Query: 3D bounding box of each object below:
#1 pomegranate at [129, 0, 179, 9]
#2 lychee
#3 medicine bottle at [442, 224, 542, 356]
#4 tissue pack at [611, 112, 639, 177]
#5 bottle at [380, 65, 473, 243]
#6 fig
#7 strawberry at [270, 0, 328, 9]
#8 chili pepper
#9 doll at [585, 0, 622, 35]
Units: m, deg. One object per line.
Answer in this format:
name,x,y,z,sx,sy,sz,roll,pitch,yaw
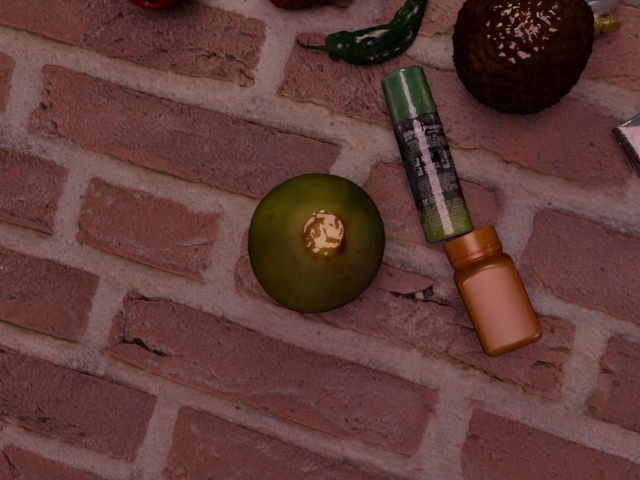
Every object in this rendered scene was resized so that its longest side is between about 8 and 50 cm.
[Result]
pomegranate,-0.322,-0.584,1.585,0.221,0.221,0.256,12,74,10
lychee,0.350,-0.348,1.439,0.261,0.260,0.260,0,89,10
medicine bottle,0.312,0.091,1.485,0.112,0.149,0.222,-22,85,8
tissue pack,0.628,-0.197,1.483,0.148,0.060,0.108,-30,83,7
bottle,0.200,-0.163,1.541,0.093,0.093,0.330,-16,86,9
fig,0.000,0.000,1.456,0.258,0.326,0.258,1,82,-9
strawberry,-0.003,-0.589,1.543,0.261,0.257,0.261,4,77,-17
chili pepper,0.095,-0.406,1.582,0.279,0.065,0.122,-23,76,7
doll,0.484,-0.493,1.498,0.135,0.099,0.241,-15,88,30
